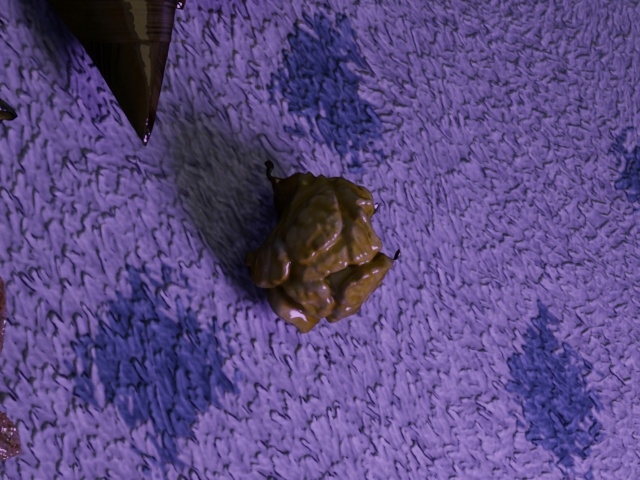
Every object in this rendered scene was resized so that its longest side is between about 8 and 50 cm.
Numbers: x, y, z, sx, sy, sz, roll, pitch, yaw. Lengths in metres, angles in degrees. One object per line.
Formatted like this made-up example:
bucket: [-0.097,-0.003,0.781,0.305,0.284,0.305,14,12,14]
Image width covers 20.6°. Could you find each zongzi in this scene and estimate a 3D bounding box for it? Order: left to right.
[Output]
zongzi: [-0.256,-0.269,1.800,0.286,0.138,0.300,23,60,-37]

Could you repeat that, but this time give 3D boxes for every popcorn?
popcorn: [0.002,-0.007,1.943,0.173,0.168,0.195,16,41,0]

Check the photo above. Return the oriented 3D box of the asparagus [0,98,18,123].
asparagus: [-0.403,-0.184,1.648,0.287,0.080,0.080,43,47,-25]

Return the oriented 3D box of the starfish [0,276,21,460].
starfish: [-0.351,0.131,1.585,0.231,0.048,0.295,31,52,-35]
